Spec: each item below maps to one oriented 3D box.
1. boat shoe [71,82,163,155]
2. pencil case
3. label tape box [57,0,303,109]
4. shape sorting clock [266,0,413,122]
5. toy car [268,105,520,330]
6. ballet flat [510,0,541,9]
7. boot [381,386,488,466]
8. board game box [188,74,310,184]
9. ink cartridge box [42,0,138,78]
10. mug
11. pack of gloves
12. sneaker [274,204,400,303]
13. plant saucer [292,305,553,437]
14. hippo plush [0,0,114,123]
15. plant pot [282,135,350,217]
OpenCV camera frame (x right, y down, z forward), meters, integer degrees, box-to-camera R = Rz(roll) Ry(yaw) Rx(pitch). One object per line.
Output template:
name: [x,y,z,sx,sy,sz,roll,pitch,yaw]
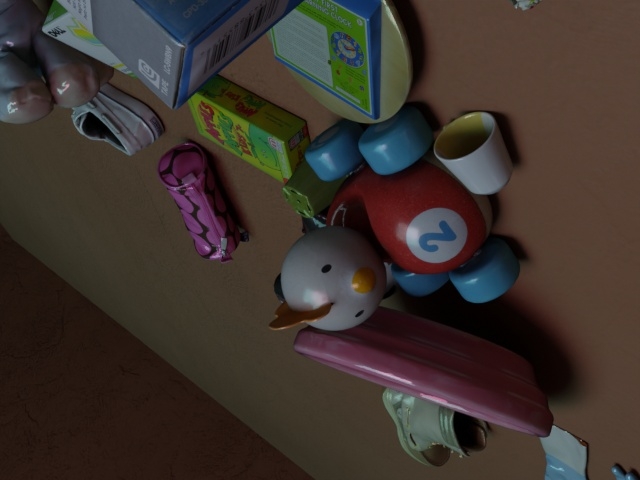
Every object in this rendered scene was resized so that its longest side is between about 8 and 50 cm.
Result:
boat shoe: [-0.373,-0.212,1.370,0.258,0.084,0.095,25,151,38]
pencil case: [-0.192,-0.056,1.333,0.209,0.095,0.098,69,-178,-49]
label tape box: [-0.139,-0.301,0.614,0.334,0.240,0.106,44,160,3]
shape sorting clock: [0.010,-0.204,0.791,0.206,0.040,0.206,40,158,20]
toy car: [0.045,0.021,0.867,0.219,0.238,0.210,52,156,-20]
ballet flat: [0.132,-0.239,0.478,0.077,0.091,0.241,3,143,26]
boot: [0.203,0.317,1.341,0.165,0.077,0.213,13,140,49]
board game box: [-0.093,-0.146,1.065,0.181,0.043,0.092,31,155,28]
ink cartridge box: [-0.268,-0.287,0.909,0.255,0.096,0.189,23,170,-32]
mug: [0.149,-0.082,0.769,0.062,0.078,0.064,-19,129,30]
pack of gloves: [0.387,0.366,1.153,0.195,0.046,0.232,24,150,38]
sneaker: [0.000,0.000,1.115,0.281,0.106,0.162,-13,115,52]
plant saucer: [0.133,0.155,1.032,0.332,0.084,0.332,19,171,3]
hippo plush: [-0.436,-0.329,1.194,0.294,0.235,0.236,-96,2,-55]
plant pot: [-0.003,-0.071,0.998,0.083,0.079,0.083,37,156,19]
